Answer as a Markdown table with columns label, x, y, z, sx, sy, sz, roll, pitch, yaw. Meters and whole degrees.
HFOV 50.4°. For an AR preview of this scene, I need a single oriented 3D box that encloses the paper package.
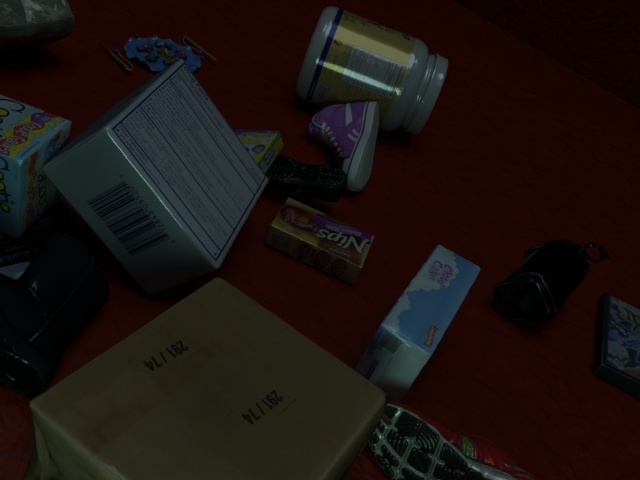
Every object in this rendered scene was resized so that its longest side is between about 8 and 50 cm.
| label | x | y | z | sx | sy | sz | roll | pitch | yaw |
| --- | --- | --- | --- | --- | --- | --- | --- | --- | --- |
| paper package | -0.132 | 0.238 | 0.831 | 0.309 | 0.168 | 0.325 | 33 | 39 | 15 |

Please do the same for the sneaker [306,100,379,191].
| label | x | y | z | sx | sy | sz | roll | pitch | yaw |
| --- | --- | --- | --- | --- | --- | --- | --- | --- | --- |
| sneaker | 0.041 | -0.214 | 1.553 | 0.161 | 0.102 | 0.282 | 3 | 44 | 10 |

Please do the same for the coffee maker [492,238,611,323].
| label | x | y | z | sx | sy | sz | roll | pitch | yaw |
| --- | --- | --- | --- | --- | --- | --- | --- | --- | --- |
| coffee maker | 0.446 | 0.071 | 1.333 | 0.120 | 0.171 | 0.178 | 49 | 44 | 7 |

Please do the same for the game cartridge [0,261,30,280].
| label | x | y | z | sx | sy | sz | roll | pitch | yaw |
| --- | --- | --- | --- | --- | --- | --- | --- | --- | --- |
| game cartridge | -0.439 | 0.065 | 1.008 | 0.056 | 0.017 | 0.083 | -13 | 50 | -43 |

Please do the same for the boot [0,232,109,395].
| label | x | y | z | sx | sy | sz | roll | pitch | yaw |
| --- | --- | --- | --- | --- | --- | --- | --- | --- | --- |
| boot | -0.400 | 0.053 | 0.900 | 0.246 | 0.094 | 0.207 | 59 | 26 | -29 |

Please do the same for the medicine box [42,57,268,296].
| label | x | y | z | sx | sy | sz | roll | pitch | yaw |
| --- | --- | --- | --- | --- | --- | --- | --- | --- | --- |
| medicine box | -0.248 | -0.108 | 1.106 | 0.263 | 0.149 | 0.289 | 55 | 29 | -23 |

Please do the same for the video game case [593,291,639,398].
| label | x | y | z | sx | sy | sz | roll | pitch | yaw |
| --- | --- | --- | --- | --- | --- | --- | --- | --- | --- |
| video game case | 0.683 | 0.243 | 1.356 | 0.275 | 0.035 | 0.248 | 28 | 38 | 6 |

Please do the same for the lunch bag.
| label | x | y | z | sx | sy | sz | roll | pitch | yaw |
| --- | --- | --- | --- | --- | --- | --- | --- | --- | --- |
| lunch bag | -0.691 | -0.484 | 1.421 | 0.287 | 0.169 | 0.235 | 37 | 39 | 25 |

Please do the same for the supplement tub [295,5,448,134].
| label | x | y | z | sx | sy | sz | roll | pitch | yaw |
| --- | --- | --- | --- | --- | --- | --- | --- | --- | --- |
| supplement tub | 0.126 | -0.418 | 1.704 | 0.331 | 0.241 | 0.241 | 20 | 37 | -4 |

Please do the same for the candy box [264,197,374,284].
| label | x | y | z | sx | sy | sz | roll | pitch | yaw |
| --- | --- | --- | --- | --- | --- | --- | --- | --- | --- |
| candy box | 0.000 | 0.000 | 1.284 | 0.187 | 0.053 | 0.109 | 24 | 37 | 3 |

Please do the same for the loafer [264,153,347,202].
| label | x | y | z | sx | sy | sz | roll | pitch | yaw |
| --- | --- | --- | --- | --- | --- | --- | --- | --- | --- |
| loafer | -0.055 | -0.115 | 1.382 | 0.220 | 0.078 | 0.080 | 14 | 47 | 14 |

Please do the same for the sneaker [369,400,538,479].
| label | x | y | z | sx | sy | sz | roll | pitch | yaw |
| --- | --- | --- | --- | --- | --- | --- | --- | --- | --- |
| sneaker | 0.193 | 0.319 | 0.983 | 0.279 | 0.107 | 0.118 | 31 | 19 | 6 |

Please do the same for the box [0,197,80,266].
| label | x | y | z | sx | sy | sz | roll | pitch | yaw |
| --- | --- | --- | --- | --- | --- | --- | --- | --- | --- |
| box | -0.519 | -0.035 | 1.057 | 0.220 | 0.051 | 0.175 | -21 | 55 | -43 |

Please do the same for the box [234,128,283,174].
| label | x | y | z | sx | sy | sz | roll | pitch | yaw |
| --- | --- | --- | --- | --- | --- | --- | --- | --- | --- |
| box | -0.156 | -0.154 | 1.349 | 0.105 | 0.043 | 0.179 | 6 | 46 | 22 |

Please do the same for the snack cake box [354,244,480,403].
| label | x | y | z | sx | sy | sz | roll | pitch | yaw |
| --- | --- | --- | --- | --- | --- | --- | --- | --- | --- |
| snack cake box | 0.157 | 0.137 | 1.115 | 0.089 | 0.152 | 0.264 | 31 | 38 | 11 |

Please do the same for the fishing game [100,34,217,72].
| label | x | y | z | sx | sy | sz | roll | pitch | yaw |
| --- | --- | --- | --- | --- | --- | --- | --- | --- | --- |
| fishing game | -0.385 | -0.461 | 1.659 | 0.264 | 0.041 | 0.189 | -19 | 51 | -41 |

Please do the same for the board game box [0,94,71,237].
| label | x | y | z | sx | sy | sz | roll | pitch | yaw |
| --- | --- | --- | --- | --- | --- | --- | --- | --- | --- |
| board game box | -0.539 | -0.140 | 1.015 | 0.275 | 0.144 | 0.142 | 21 | 36 | -1 |
